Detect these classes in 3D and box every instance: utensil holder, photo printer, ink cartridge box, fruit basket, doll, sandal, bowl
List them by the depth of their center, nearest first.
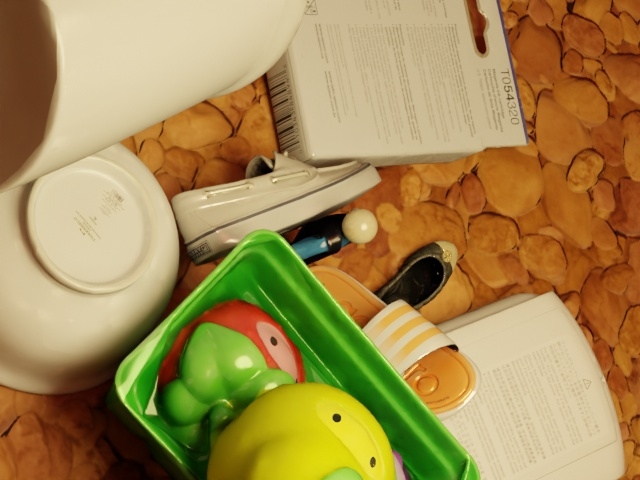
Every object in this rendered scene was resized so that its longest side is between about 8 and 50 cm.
[{"bbox_3d":[-0.246,-0.244,1.755,0.385,0.327,0.328,-32,94,-52],"label":"utensil holder"},{"bbox_3d":[-0.017,0.198,1.796,0.392,0.392,0.283,49,63,-11],"label":"fruit basket"},{"bbox_3d":[-0.254,0.000,1.851,0.298,0.134,0.298,10,71,-30],"label":"bowl"},{"bbox_3d":[0.052,0.099,1.966,0.102,0.265,0.076,-46,146,-13],"label":"sandal"},{"bbox_3d":[0.000,0.000,1.980,0.129,0.189,0.046,-30,93,-35],"label":"doll"},{"bbox_3d":[0.205,0.203,2.101,0.307,0.107,0.256,-20,86,-36],"label":"photo printer"},{"bbox_3d":[0.074,-0.249,2.182,0.330,0.071,0.324,-4,78,-37],"label":"ink cartridge box"}]

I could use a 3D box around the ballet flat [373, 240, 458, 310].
[{"bbox_3d":[0.108,0.056,2.119,0.173,0.049,0.057,-42,100,-35],"label":"ballet flat"}]

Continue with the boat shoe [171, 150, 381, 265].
[{"bbox_3d":[-0.048,-0.052,1.996,0.267,0.096,0.088,-23,86,-34],"label":"boat shoe"}]
